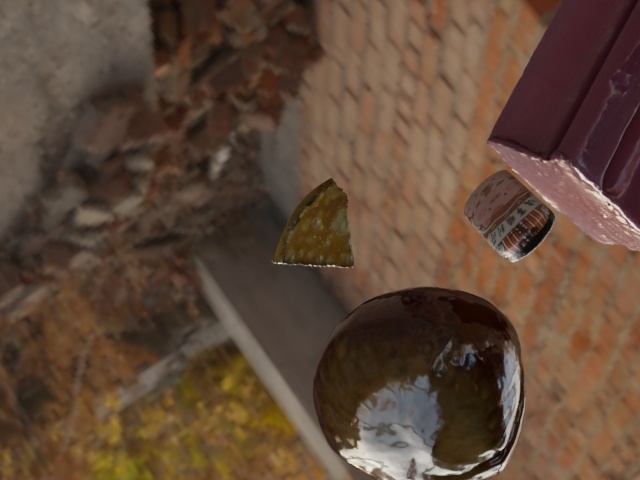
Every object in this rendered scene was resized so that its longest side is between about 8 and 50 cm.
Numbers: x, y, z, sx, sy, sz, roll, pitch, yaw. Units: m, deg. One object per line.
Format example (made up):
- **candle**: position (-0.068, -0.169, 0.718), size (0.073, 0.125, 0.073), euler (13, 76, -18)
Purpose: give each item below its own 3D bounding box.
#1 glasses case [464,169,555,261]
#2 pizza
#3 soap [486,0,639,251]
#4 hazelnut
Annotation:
- **glasses case**: position (0.289, -0.040, 2.315), size (0.103, 0.067, 0.266), euler (-48, -163, 6)
- **pizza**: position (0.000, 0.000, 1.682), size (0.123, 0.026, 0.108), euler (-53, 126, -18)
- **soap**: position (0.342, -0.184, 1.464), size (0.233, 0.128, 0.359), euler (36, 80, -42)
- **hazelnut**: position (0.098, 0.121, 1.371), size (0.208, 0.208, 0.208), euler (-32, 161, -13)
